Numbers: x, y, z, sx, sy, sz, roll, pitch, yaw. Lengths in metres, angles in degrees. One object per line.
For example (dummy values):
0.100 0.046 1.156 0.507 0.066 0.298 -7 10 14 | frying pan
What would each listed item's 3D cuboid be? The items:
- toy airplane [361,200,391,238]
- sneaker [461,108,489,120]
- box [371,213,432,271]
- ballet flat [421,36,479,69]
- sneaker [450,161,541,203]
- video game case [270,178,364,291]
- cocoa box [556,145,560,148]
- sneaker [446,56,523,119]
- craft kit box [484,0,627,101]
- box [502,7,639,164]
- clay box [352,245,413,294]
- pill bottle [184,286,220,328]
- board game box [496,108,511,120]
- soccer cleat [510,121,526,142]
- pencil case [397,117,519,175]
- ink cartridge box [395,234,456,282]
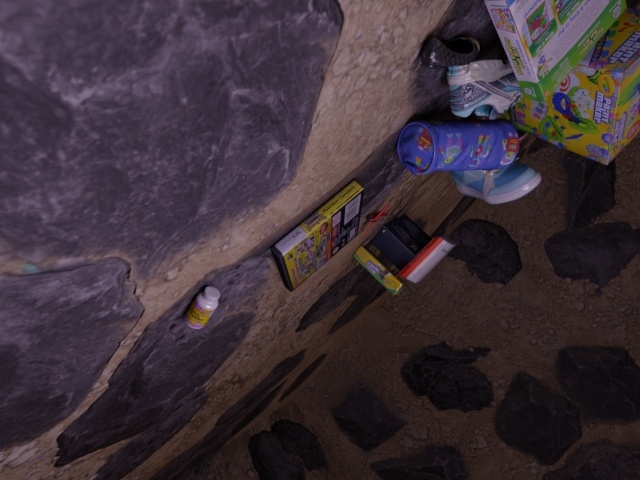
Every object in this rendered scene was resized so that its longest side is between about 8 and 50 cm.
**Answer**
0.172 -0.073 1.232 0.151 0.028 0.151 -39 162 -15 | toy airplane
0.396 -0.373 1.034 0.128 0.087 0.221 -65 158 -7 | sneaker
0.295 0.007 1.467 0.158 0.156 0.093 -25 154 -45 | box
0.243 -0.346 0.747 0.173 0.057 0.049 -31 153 -37 | ballet flat
0.432 -0.217 1.131 0.127 0.208 0.319 -42 -162 -6 | sneaker
0.000 0.000 1.012 0.248 0.035 0.275 -40 162 -14 | video game case
0.900 -0.538 1.462 0.347 0.231 0.228 -37 161 -23 | cocoa box
0.379 -0.328 0.893 0.283 0.110 0.122 -13 116 -24 | sneaker
0.446 -0.439 0.771 0.250 0.061 0.247 -49 126 2 | craft kit box
0.624 -0.381 1.000 0.177 0.279 0.290 -44 140 -3 | box
0.217 0.115 1.425 0.053 0.222 0.127 -47 161 8 | clay box
-0.223 0.127 0.789 0.083 0.043 0.043 -54 160 24 | pill bottle
0.569 -0.424 1.224 0.181 0.092 0.043 -40 162 -16 | board game box
0.717 -0.370 1.650 0.318 0.109 0.116 -50 165 8 | soccer cleat
0.325 -0.217 0.967 0.306 0.119 0.133 -9 123 -29 | pencil case
0.363 0.069 1.407 0.189 0.066 0.232 -50 166 19 | ink cartridge box
